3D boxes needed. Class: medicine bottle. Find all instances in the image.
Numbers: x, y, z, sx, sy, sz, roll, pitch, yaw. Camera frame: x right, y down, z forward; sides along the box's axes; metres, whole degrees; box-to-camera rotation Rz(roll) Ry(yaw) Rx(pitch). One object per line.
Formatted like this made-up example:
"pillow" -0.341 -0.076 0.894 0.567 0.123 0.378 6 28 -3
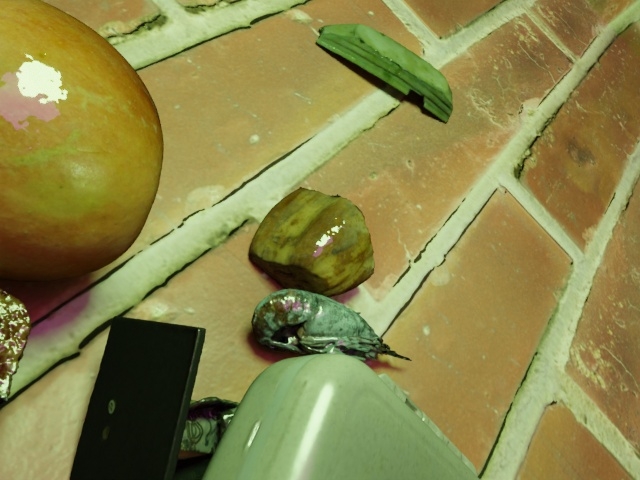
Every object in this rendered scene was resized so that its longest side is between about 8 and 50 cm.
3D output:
"medicine bottle" 0.048 0.283 0.467 0.375 0.123 0.282 50 45 -30

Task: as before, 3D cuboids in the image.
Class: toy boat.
"toy boat" 0.132 -0.315 0.990 0.293 0.055 0.093 25 50 -18

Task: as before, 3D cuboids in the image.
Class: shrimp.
"shrimp" 0.025 0.117 0.656 0.233 0.079 0.090 23 15 -26

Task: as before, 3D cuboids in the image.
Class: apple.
"apple" -0.257 -0.085 0.493 0.254 0.253 0.253 16 56 -24

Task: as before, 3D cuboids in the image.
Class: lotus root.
"lotus root" -0.003 0.003 0.694 0.159 0.095 0.135 42 52 4

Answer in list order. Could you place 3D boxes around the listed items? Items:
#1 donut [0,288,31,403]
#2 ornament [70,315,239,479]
"donut" -0.339 0.059 0.418 0.217 0.141 0.085 37 40 -20
"ornament" -0.098 0.168 0.514 0.196 0.166 0.153 24 72 -42
